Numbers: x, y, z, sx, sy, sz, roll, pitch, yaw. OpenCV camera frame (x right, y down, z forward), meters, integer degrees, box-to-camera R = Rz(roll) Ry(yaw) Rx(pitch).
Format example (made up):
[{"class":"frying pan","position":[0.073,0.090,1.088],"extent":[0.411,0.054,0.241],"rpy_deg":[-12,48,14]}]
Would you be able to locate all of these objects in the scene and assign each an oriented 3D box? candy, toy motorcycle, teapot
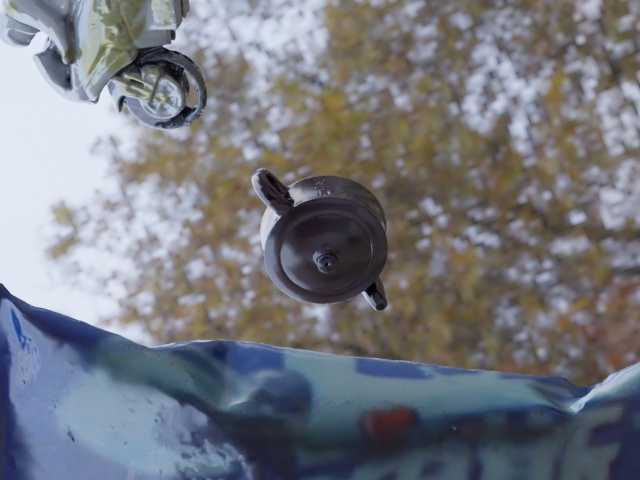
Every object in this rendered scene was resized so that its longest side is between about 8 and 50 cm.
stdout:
[{"class":"candy","position":[0.008,0.109,0.701],"extent":[0.077,0.331,0.187],"rpy_deg":[-22,-65,-80]},{"class":"toy motorcycle","position":[-0.162,-0.176,1.338],"extent":[0.074,0.151,0.229],"rpy_deg":[-71,-28,-58]},{"class":"teapot","position":[0.000,0.000,1.004],"extent":[0.100,0.068,0.045],"rpy_deg":[43,-164,-22]}]
